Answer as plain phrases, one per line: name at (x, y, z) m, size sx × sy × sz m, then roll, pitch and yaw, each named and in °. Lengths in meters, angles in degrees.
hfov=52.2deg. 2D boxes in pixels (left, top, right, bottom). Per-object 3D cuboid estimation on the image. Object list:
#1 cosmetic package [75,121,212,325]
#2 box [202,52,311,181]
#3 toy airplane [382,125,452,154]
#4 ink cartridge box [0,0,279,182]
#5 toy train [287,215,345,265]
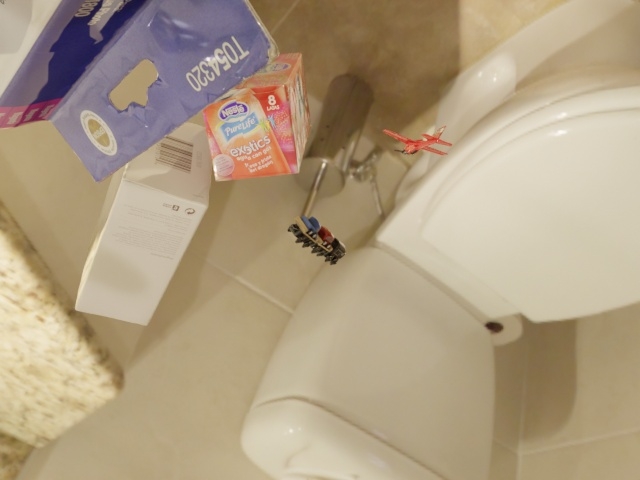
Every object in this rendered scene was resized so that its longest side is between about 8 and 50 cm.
cosmetic package at (-0.340, -0.034, 1.254) m, size 0.156 × 0.217 × 0.385 m, roll 17°, pitch 132°, yaw -22°
box at (-0.103, -0.229, 1.158) m, size 0.142 × 0.300 × 0.154 m, roll -5°, pitch 114°, yaw 6°
toy airplane at (0.202, -0.190, 1.284) m, size 0.151 × 0.028 × 0.151 m, roll 10°, pitch 166°, yaw 3°
ink cartridge box at (-0.220, -0.195, 0.435) m, size 0.324 × 0.071 × 0.330 m, roll -16°, pitch 111°, yaw 52°
toy train at (0.000, 0.000, 0.832) m, size 0.036 × 0.027 × 0.158 m, roll -37°, pitch 157°, yaw 8°
